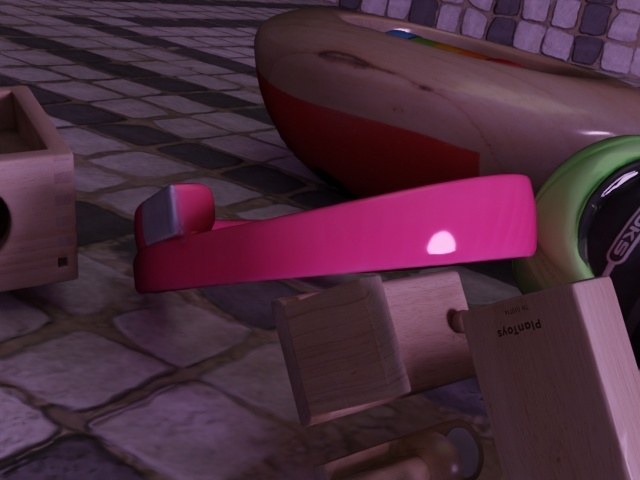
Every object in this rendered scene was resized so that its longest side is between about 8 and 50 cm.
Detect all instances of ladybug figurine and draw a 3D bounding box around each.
[{"bbox_3d":[0.111,-0.114,0.936,0.449,0.162,0.305,27,23,39],"label":"ladybug figurine"}]

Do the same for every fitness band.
[{"bbox_3d":[0.000,0.000,0.567,0.208,0.054,0.291,-2,-3,-18],"label":"fitness band"}]

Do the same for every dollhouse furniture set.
[{"bbox_3d":[0.088,0.070,0.405,0.123,0.144,0.151,-7,-11,-44],"label":"dollhouse furniture set"}]

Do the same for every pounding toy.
[{"bbox_3d":[-0.247,-0.009,0.540,0.206,0.094,0.181,-9,31,-26],"label":"pounding toy"}]

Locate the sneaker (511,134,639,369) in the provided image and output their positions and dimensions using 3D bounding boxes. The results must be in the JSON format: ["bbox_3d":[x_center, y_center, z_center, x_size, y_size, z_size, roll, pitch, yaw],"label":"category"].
[{"bbox_3d":[0.358,0.063,0.603,0.482,0.185,0.202,3,36,-11],"label":"sneaker"}]

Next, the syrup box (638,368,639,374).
[{"bbox_3d":[0.210,0.138,0.353,0.096,0.093,0.237,-3,23,-38],"label":"syrup box"}]
